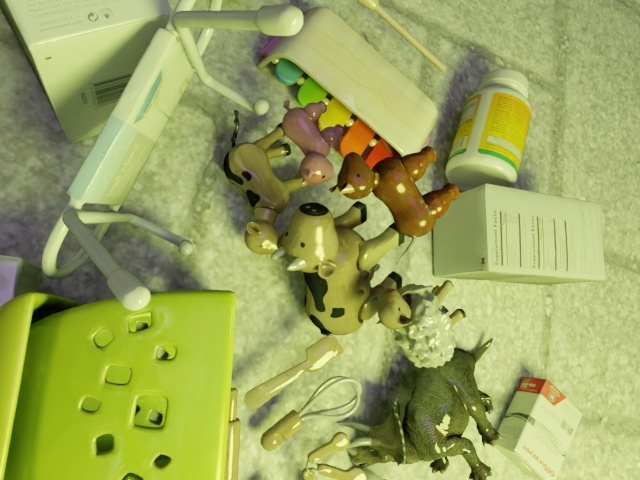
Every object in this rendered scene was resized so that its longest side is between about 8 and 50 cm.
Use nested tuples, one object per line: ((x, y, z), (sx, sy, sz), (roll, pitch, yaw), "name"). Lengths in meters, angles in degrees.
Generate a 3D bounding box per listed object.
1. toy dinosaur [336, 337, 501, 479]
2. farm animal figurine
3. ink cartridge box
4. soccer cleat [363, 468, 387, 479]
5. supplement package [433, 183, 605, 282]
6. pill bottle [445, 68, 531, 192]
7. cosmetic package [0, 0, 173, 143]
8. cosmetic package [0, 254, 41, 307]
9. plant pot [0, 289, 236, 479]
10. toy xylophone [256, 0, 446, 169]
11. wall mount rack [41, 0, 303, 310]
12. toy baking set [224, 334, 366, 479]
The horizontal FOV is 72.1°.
((0.187, 0.240, 0.647), (0.313, 0.121, 0.160), (-42, 103, -21), "toy dinosaur")
((0.000, 0.000, 0.566), (0.172, 0.330, 0.327), (-35, 123, -27), "farm animal figurine")
((0.364, 0.316, 0.739), (0.099, 0.056, 0.135), (44, 67, -9), "ink cartridge box")
((0.088, 0.410, 0.578), (0.076, 0.068, 0.196), (-11, 65, -31), "soccer cleat")
((0.329, -0.001, 0.739), (0.243, 0.139, 0.134), (6, 79, -22), "supplement package")
((0.303, -0.193, 0.778), (0.117, 0.117, 0.209), (26, 71, -16), "pill bottle")
((-0.280, -0.269, 0.492), (0.138, 0.224, 0.225), (-29, 92, -24), "cosmetic package")
((-0.353, 0.132, 0.446), (0.085, 0.117, 0.231), (8, 78, -22), "cosmetic package")
((-0.203, 0.162, 0.448), (0.207, 0.228, 0.227), (6, 78, -15), "plant pot")
((0.074, -0.255, 0.714), (0.322, 0.081, 0.236), (45, 67, -9), "toy xylophone")
((-0.135, -0.088, 0.411), (0.130, 0.304, 0.350), (28, 90, -9), "wall mount rack")
((-0.039, 0.255, 0.574), (0.196, 0.030, 0.257), (-1, 85, -10), "toy baking set")
